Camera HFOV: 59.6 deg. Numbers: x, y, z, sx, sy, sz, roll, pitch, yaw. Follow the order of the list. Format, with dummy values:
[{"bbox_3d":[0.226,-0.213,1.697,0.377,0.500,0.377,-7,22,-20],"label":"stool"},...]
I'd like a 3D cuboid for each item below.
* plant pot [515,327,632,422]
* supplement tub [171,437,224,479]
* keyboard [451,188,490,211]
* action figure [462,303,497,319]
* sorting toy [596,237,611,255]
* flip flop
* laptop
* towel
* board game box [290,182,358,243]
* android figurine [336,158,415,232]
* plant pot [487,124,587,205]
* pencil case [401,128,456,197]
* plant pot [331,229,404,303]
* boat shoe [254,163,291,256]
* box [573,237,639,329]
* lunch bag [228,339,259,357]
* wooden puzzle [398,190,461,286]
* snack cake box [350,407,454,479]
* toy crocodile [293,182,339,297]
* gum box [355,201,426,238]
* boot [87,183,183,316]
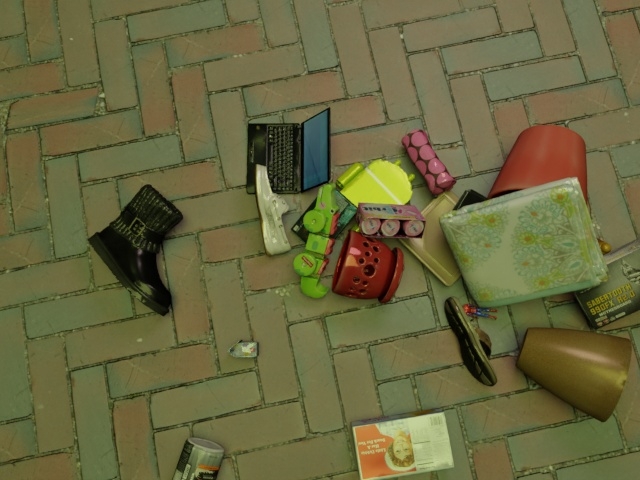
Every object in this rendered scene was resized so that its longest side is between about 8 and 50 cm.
[{"bbox_3d":[0.688,0.344,1.560,0.254,0.237,0.237,18,80,19],"label":"plant pot"},{"bbox_3d":[-0.347,0.656,1.545,0.116,0.117,0.191,17,81,4],"label":"supplement tub"},{"bbox_3d":[0.505,0.001,1.651,0.317,0.033,0.202,28,97,-16],"label":"keyboard"},{"bbox_3d":[0.466,0.212,1.667,0.115,0.030,0.038,11,74,7],"label":"action figure"},{"bbox_3d":[0.938,0.059,1.644,0.365,0.126,0.127,13,80,4],"label":"sorting toy"},{"bbox_3d":[0.448,0.287,1.624,0.080,0.112,0.277,-18,74,-18],"label":"flip flop"},{"bbox_3d":[-0.101,-0.271,1.707,0.264,0.136,0.235,0,79,0],"label":"laptop"},{"bbox_3d":[0.556,0.016,1.534,0.374,0.090,0.321,-17,114,25],"label":"towel"},{"bbox_3d":[0.014,-0.063,1.689,0.126,0.026,0.186,42,104,8],"label":"board game box"},{"bbox_3d":[0.168,-0.135,1.719,0.273,0.056,0.248,-44,81,-4],"label":"android figurine"},{"bbox_3d":[0.650,-0.185,1.636,0.274,0.275,0.243,19,72,4],"label":"plant pot"},{"bbox_3d":[0.331,-0.239,1.709,0.095,0.098,0.209,-41,65,38],"label":"pencil case"},{"bbox_3d":[0.138,0.083,1.618,0.174,0.191,0.191,17,80,-6],"label":"plant pot"},{"bbox_3d":[-0.141,-0.096,1.681,0.096,0.098,0.277,-10,100,-6],"label":"boat shoe"},{"bbox_3d":[0.847,0.126,1.595,0.231,0.056,0.183,-29,106,15],"label":"box"},{"bbox_3d":[-0.224,0.316,1.630,0.083,0.071,0.053,-2,81,1],"label":"lunch bag"},{"bbox_3d":[0.386,-0.011,1.706,0.238,0.044,0.221,-43,82,-12],"label":"wooden puzzle"},{"bbox_3d":[0.226,0.573,1.571,0.264,0.089,0.152,-8,81,-1],"label":"snack cake box"},{"bbox_3d":[0.000,0.000,1.626,0.105,0.115,0.341,15,100,11],"label":"toy crocodile"},{"bbox_3d":[0.195,-0.058,1.616,0.188,0.107,0.062,2,116,-11],"label":"gum box"},{"bbox_3d":[-0.494,0.023,1.657,0.260,0.131,0.348,-42,81,-7],"label":"boot"}]
